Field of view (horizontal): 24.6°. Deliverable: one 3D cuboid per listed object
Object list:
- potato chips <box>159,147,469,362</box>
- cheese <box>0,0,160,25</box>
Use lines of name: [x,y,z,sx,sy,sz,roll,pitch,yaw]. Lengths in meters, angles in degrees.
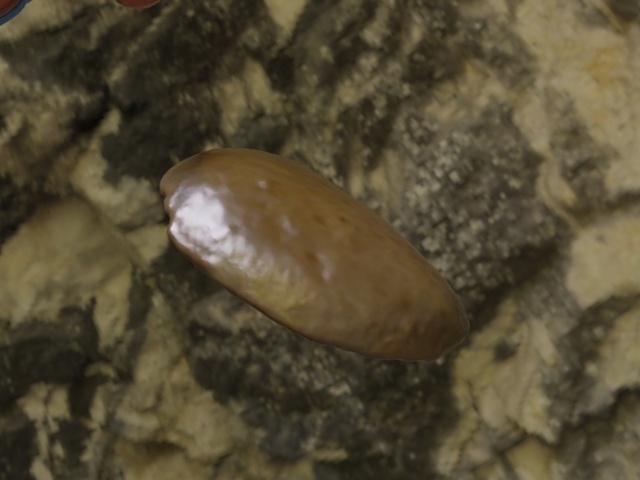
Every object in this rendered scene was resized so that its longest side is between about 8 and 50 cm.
potato chips: [0.000,0.000,0.871,0.150,0.201,0.049,-29,-32,-59]
cheese: [-0.224,-0.192,1.044,0.256,0.037,0.106,-11,-54,-16]
